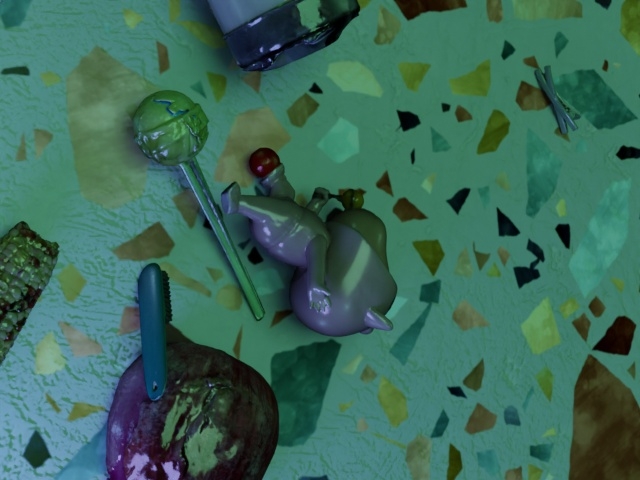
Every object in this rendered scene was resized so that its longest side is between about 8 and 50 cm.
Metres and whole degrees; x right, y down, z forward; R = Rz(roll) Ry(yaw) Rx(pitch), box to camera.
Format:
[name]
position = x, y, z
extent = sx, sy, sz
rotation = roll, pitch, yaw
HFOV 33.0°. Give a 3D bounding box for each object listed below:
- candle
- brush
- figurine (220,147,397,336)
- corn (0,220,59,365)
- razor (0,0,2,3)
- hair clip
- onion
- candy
[candle]
position = -0.091, -0.389, 1.404
extent = 0.187, 0.187, 0.330
rotation = -32, 100, -28
[brush]
position = -0.200, 0.113, 1.336
extent = 0.032, 0.043, 0.193
rotation = 28, 40, -43
[figurine]
position = 0.000, 0.000, 1.432
extent = 0.287, 0.176, 0.186
rotation = 46, 79, -8
[corn]
position = -0.392, 0.104, 1.242
extent = 0.092, 0.092, 0.281
rotation = 38, 67, -21
[razor]
position = -0.387, -0.384, 1.308
extent = 0.106, 0.068, 0.232
rotation = 36, 65, -23
[hair clip]
position = 0.385, -0.231, 1.744
extent = 0.039, 0.030, 0.115
rotation = -45, 110, -45
[onion]
position = -0.156, 0.272, 1.345
extent = 0.227, 0.120, 0.284
rotation = 19, 77, -22
[candy]
position = -0.144, -0.039, 1.412
extent = 0.336, 0.092, 0.093
rotation = 67, 25, -16
